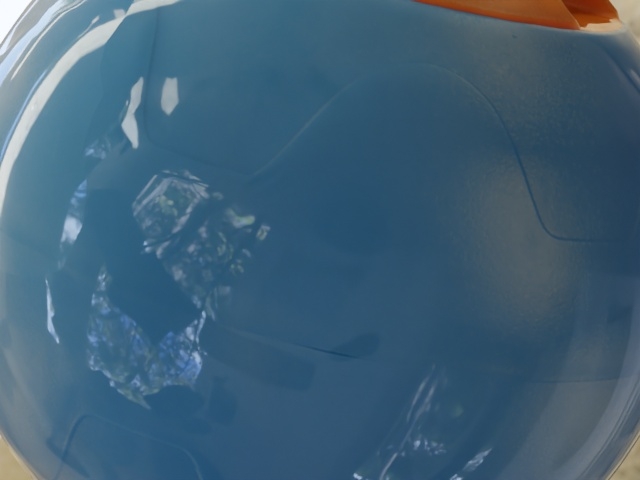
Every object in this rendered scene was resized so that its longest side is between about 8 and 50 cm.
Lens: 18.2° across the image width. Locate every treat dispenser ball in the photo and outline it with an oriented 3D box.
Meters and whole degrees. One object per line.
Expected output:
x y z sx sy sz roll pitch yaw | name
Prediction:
0.000 0.000 0.775 0.288 0.288 0.288 26 -159 -10 | treat dispenser ball
